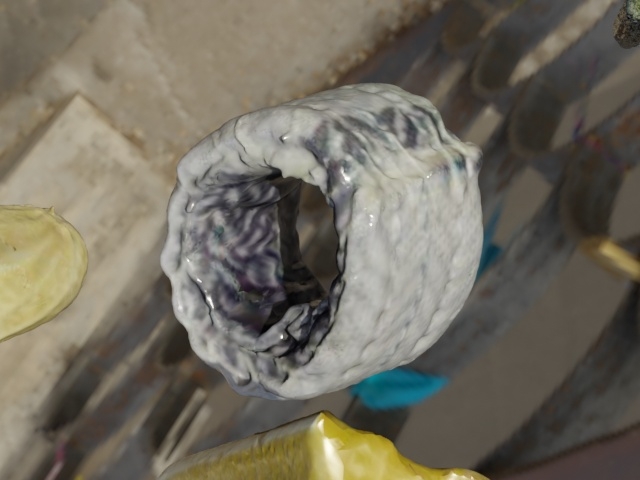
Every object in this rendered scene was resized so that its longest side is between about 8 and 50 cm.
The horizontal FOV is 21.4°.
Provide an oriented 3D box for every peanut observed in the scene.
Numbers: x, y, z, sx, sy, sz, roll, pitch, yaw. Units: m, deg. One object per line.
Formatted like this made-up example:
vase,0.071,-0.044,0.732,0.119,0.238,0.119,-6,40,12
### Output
peanut,-0.252,0.041,1.133,0.090,0.214,0.098,54,155,10

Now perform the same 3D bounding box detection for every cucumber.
cucumber,0.279,-0.195,1.508,0.043,0.039,0.163,-13,175,-1

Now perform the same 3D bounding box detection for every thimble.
thimble,0.000,0.000,1.281,0.217,0.157,0.245,53,130,13

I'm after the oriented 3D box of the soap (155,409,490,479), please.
soap,0.035,0.250,1.088,0.293,0.156,0.335,34,158,-13
